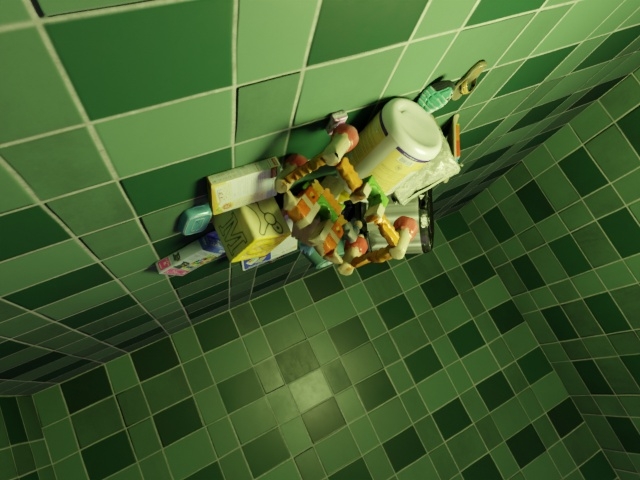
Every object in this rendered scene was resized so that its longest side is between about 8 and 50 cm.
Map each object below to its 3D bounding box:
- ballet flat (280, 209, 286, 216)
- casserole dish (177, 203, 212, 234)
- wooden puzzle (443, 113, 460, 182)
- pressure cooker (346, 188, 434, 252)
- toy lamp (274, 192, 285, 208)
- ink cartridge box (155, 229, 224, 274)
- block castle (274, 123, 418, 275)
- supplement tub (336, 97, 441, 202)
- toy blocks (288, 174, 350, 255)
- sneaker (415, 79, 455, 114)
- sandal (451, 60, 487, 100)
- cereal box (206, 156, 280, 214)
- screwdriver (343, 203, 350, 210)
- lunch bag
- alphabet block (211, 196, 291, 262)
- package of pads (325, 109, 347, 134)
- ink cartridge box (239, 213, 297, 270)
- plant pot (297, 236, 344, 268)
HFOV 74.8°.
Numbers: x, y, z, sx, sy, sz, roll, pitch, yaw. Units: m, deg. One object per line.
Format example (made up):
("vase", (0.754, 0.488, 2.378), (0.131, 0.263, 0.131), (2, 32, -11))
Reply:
("ballet flat", (-0.188, -0.080, 1.816), (0.073, 0.080, 0.232), (-34, 161, -45))
("casserole dish", (-0.450, -0.070, 1.511), (0.114, 0.037, 0.188), (-18, 164, -34))
("wooden puzzle", (0.582, -0.400, 1.842), (0.044, 0.239, 0.221), (6, 167, 10))
("pressure cooker", (0.332, -0.114, 2.045), (0.420, 0.376, 0.370), (-2, 173, 19))
("toy lamp", (-0.087, -0.164, 1.763), (0.080, 0.080, 0.274), (-34, 166, 28))
("ink cartridge box", (-0.527, 0.057, 1.806), (0.311, 0.065, 0.186), (-30, 167, 8))
("block castle", (0.089, -0.125, 1.395), (0.303, 0.453, 0.213), (-23, -155, 36))
("supplement tub", (0.229, -0.304, 1.472), (0.241, 0.241, 0.331), (-16, 163, -40))
("toy blocks", (-0.009, -0.083, 1.716), (0.381, 0.190, 0.261), (-52, 162, -44))
("sneaker", (0.382, -0.488, 1.476), (0.223, 0.083, 0.098), (-35, -172, 42))
("sandal", (0.529, -0.558, 1.492), (0.072, 0.049, 0.180), (-19, 165, -30))
("cereal box", (-0.254, -0.180, 1.394), (0.240, 0.047, 0.173), (-21, 157, -23))
("screwdriver", (0.092, -0.156, 2.290), (0.169, 0.025, 0.024), (-23, 170, 26))
("lunch bag", (0.380, -0.314, 1.689), (0.305, 0.256, 0.212), (-30, 167, 14))
("alphabet block", (-0.261, -0.055, 1.576), (0.192, 0.197, 0.193), (-11, 160, -48))
("package of pads", (0.050, -0.372, 1.321), (0.050, 0.032, 0.083), (-19, 165, -20))
("ink cartridge box", (-0.250, -0.016, 1.979), (0.303, 0.072, 0.307), (-21, 145, -21))
("plant pot", (0.000, 0.000, 2.173), (0.271, 0.255, 0.272), (-25, 166, -6))
